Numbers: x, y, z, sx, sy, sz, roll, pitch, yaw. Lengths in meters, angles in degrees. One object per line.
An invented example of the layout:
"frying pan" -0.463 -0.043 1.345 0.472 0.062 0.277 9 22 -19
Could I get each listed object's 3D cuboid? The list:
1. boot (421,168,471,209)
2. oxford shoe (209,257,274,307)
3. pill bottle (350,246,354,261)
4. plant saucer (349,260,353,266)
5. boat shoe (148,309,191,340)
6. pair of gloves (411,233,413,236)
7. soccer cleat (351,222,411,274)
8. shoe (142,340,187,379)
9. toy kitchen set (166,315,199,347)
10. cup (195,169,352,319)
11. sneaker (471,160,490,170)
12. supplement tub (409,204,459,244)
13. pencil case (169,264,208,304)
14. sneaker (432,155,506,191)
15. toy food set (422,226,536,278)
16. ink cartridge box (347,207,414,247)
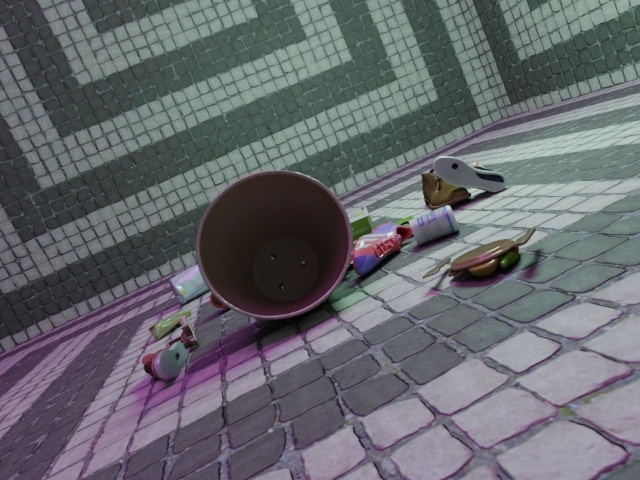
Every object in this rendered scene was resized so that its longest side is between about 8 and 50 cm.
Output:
"boot" 0.386 -0.170 1.593 0.112 0.115 0.305 -20 11 -3
"oxford shoe" -0.235 0.142 1.561 0.271 0.097 0.098 -31 -14 -37
"pill bottle" 0.025 0.035 1.322 0.103 0.103 0.184 -27 3 -16
"plant saucer" 0.110 0.051 1.334 0.083 0.015 0.083 -24 8 4
"boat shoe" -0.464 0.263 1.555 0.056 0.048 0.153 -33 -5 36
"pair of gloves" 0.246 -0.020 1.405 0.074 0.010 0.083 -32 14 -38
"soccer cleat" 0.154 0.014 1.250 0.095 0.083 0.248 -6 17 29
"shoe" -0.358 0.278 1.100 0.081 0.063 0.178 -26 3 -1
"toy kitchen set" -0.349 0.249 1.238 0.075 0.083 0.068 -27 50 -13
"cup" -0.094 0.038 1.146 0.331 0.331 0.237 -25 -18 -6
"sneaker" 0.531 -0.227 1.660 0.057 0.075 0.161 -25 8 -4
"supplement tub" 0.281 -0.038 1.224 0.107 0.071 0.071 -22 9 14
"pencil case" -0.462 0.150 1.978 0.273 0.124 0.113 -27 -35 -24
"sneaker" 0.438 -0.194 1.489 0.217 0.079 0.121 19 10 5
"toy food set" 0.293 0.037 0.890 0.192 0.038 0.132 -24 0 37
"ink cartridge box" 0.162 -0.052 1.545 0.255 0.097 0.189 -24 9 7
